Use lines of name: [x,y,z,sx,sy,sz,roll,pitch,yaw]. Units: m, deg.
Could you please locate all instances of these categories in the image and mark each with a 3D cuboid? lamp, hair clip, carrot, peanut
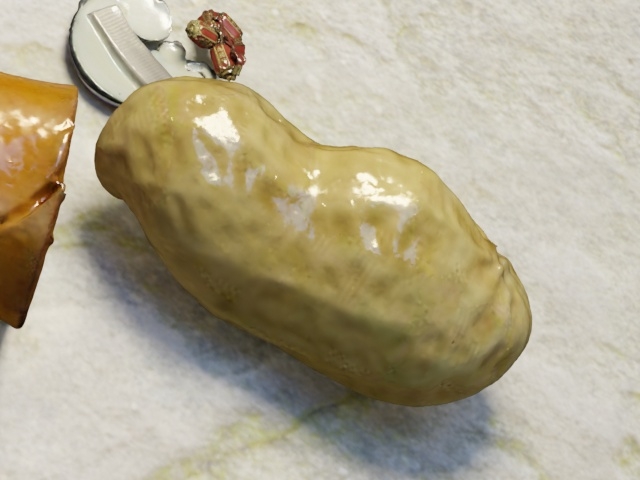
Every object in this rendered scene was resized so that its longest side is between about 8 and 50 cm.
lamp: [-0.086,-0.175,1.551,0.063,0.031,0.083,50,17,-10]
hair clip: [-0.153,-0.156,1.509,0.116,0.049,0.172,-30,78,-42]
carrot: [-0.314,-0.058,1.287,0.254,0.196,0.196,17,56,-11]
peanut: [0.000,0.000,1.408,0.387,0.192,0.170,28,40,-13]
